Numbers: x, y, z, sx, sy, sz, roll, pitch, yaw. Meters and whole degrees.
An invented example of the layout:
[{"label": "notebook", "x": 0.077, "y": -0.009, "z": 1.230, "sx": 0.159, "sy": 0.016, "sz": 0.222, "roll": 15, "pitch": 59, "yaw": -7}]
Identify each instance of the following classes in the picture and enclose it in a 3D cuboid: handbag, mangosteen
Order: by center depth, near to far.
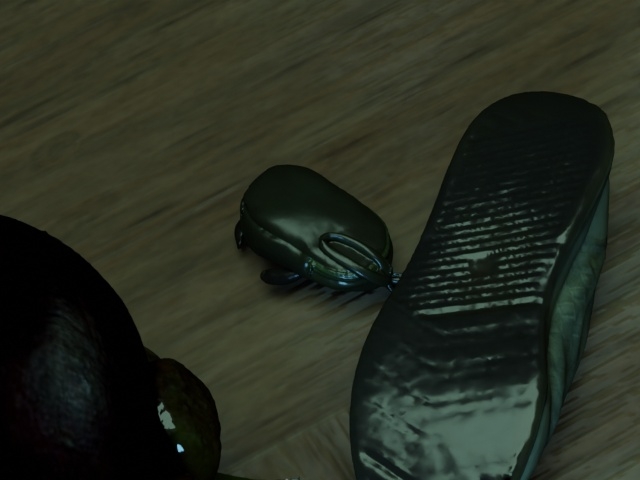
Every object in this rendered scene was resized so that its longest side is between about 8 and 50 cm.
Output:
[{"label": "mangosteen", "x": -0.159, "y": 0.121, "z": 0.944, "sx": 0.302, "sy": 0.275, "sz": 0.275, "roll": 11, "pitch": 56, "yaw": -21}, {"label": "handbag", "x": 0.000, "y": 0.000, "z": 1.095, "sx": 0.111, "sy": 0.047, "sz": 0.072, "roll": 29, "pitch": 61, "yaw": 22}]

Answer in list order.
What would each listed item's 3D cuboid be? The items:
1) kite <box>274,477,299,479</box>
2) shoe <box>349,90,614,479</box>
[{"label": "kite", "x": -0.069, "y": 0.180, "z": 1.019, "sx": 0.157, "sy": 0.011, "sz": 0.139, "roll": -42, "pitch": 59, "yaw": -18}, {"label": "shoe", "x": 0.098, "y": 0.051, "z": 1.025, "sx": 0.103, "sy": 0.098, "sz": 0.274, "roll": 14, "pitch": 63, "yaw": 24}]
